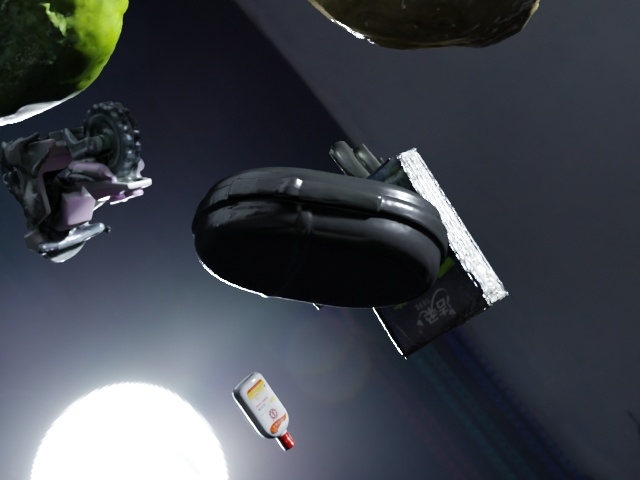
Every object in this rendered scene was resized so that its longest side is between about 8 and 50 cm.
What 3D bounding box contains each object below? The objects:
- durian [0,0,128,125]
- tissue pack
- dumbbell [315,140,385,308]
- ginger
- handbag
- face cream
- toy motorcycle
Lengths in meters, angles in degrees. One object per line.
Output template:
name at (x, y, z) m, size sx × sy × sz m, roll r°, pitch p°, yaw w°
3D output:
durian at (-0.263, -0.172, 0.947) m, size 0.250 × 0.101 × 0.139 m, roll -23°, pitch 167°, yaw 8°
tissue pack at (0.120, 0.017, 1.440) m, size 0.073 × 0.235 × 0.173 m, roll -21°, pitch 166°, yaw -49°
dumbbell at (0.029, -0.026, 1.598) m, size 0.290 × 0.192 × 0.192 m, roll -40°, pitch 178°, yaw 4°
ginger at (0.094, -0.237, 0.946) m, size 0.138 × 0.267 × 0.152 m, roll 108°, pitch -5°, yaw -61°
handbag at (0.000, 0.001, 1.284) m, size 0.254 × 0.308 × 0.093 m, roll 118°, pitch -20°, yaw -66°
face cream at (-0.054, 0.175, 1.082) m, size 0.021 × 0.083 × 0.040 m, roll -24°, pitch -167°, yaw 47°
toy motorcycle at (-0.336, -0.073, 1.479) m, size 0.327 × 0.188 × 0.143 m, roll -11°, pitch -175°, yaw 45°
